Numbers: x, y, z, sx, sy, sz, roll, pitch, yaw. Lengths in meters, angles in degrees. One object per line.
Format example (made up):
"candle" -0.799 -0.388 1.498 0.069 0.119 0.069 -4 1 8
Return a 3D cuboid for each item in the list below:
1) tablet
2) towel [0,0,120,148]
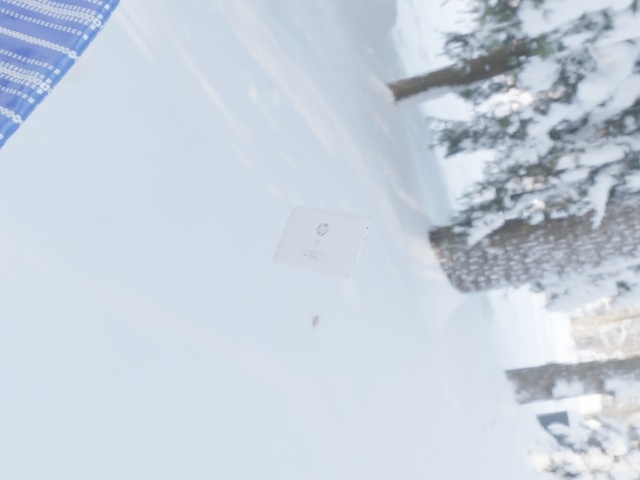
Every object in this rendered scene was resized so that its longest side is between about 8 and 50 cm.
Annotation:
"tablet" 0.000 0.000 0.651 0.006 0.083 0.054 35 71 -47
"towel" -0.355 -0.120 0.705 0.336 0.243 0.040 -56 147 -17
